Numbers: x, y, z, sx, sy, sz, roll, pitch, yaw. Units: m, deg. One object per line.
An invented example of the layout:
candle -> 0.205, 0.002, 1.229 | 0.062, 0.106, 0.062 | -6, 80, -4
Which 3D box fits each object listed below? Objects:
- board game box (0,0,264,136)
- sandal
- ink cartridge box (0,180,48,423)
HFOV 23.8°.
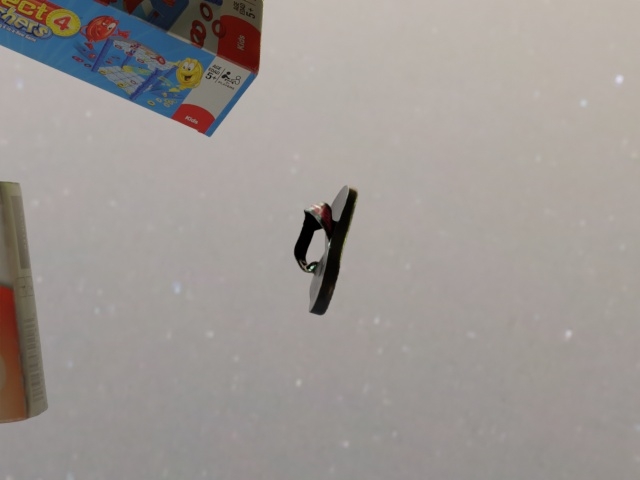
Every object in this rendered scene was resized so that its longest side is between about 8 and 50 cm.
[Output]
board game box -> -0.195, -0.274, 1.270 | 0.302, 0.086, 0.308 | 22, -135, -23
sandal -> 0.000, 0.000, 1.234 | 0.040, 0.067, 0.179 | 17, -155, -1
ink cartridge box -> -0.262, 0.044, 0.917 | 0.179, 0.145, 0.045 | -7, 180, 5
